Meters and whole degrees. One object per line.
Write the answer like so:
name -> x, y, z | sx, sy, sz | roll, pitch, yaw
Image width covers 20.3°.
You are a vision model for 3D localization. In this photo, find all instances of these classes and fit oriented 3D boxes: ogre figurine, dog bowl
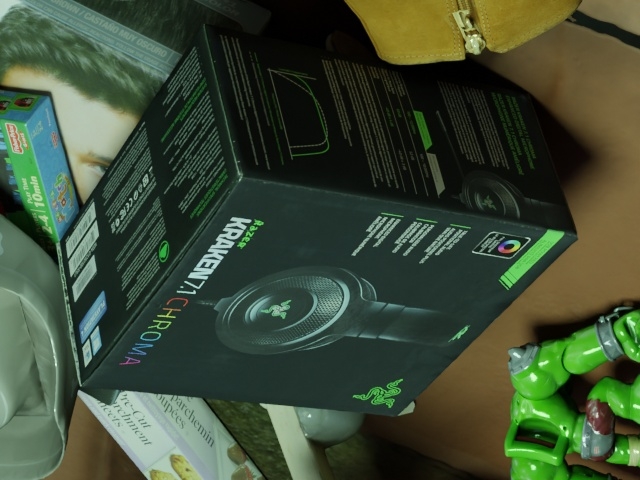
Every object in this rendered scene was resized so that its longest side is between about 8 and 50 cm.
ogre figurine -> 0.203, 0.137, 1.380 | 0.118, 0.097, 0.197 | 2, 143, 9
dog bowl -> -0.329, 0.050, 1.336 | 0.348, 0.102, 0.349 | 18, 151, 11

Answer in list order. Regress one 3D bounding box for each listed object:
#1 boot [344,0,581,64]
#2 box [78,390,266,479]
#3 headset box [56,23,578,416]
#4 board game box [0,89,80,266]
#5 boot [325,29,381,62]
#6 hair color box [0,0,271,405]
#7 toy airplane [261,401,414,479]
boot -> 0.136, -0.219, 1.090 | 0.295, 0.104, 0.211 | -17, 142, 17
box -> -0.115, 0.200, 1.616 | 0.067, 0.063, 0.324 | -14, 123, 35
headset box -> 0.000, 0.000, 1.234 | 0.283, 0.131, 0.246 | 9, 140, -31
board game box -> -0.280, -0.047, 1.321 | 0.211, 0.039, 0.160 | 11, 134, 23
boot -> 0.017, -0.092, 1.293 | 0.087, 0.042, 0.118 | -21, 119, 41
hair color box -> -0.183, -0.053, 1.374 | 0.185, 0.114, 0.374 | 26, 136, 3
toy airplane -> 0.043, 0.285, 1.415 | 0.272, 0.384, 0.386 | -18, 125, -16
